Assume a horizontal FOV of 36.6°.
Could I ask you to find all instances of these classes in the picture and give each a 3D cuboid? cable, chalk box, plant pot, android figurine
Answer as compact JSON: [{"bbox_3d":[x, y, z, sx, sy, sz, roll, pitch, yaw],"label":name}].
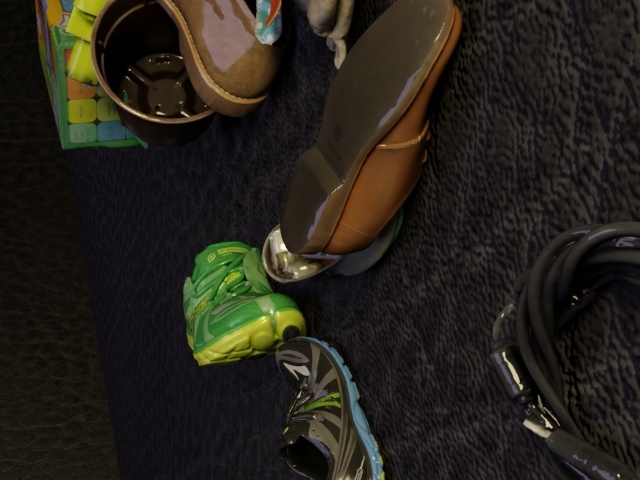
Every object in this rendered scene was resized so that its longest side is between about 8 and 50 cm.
[{"bbox_3d":[0.141,0.071,0.463,0.184,0.047,0.150,131,129,-64],"label":"cable"},{"bbox_3d":[-0.293,-0.247,1.364,0.289,0.179,0.180,-115,26,-42],"label":"chalk box"},{"bbox_3d":[-0.172,-0.189,1.103,0.165,0.167,0.167,132,129,-76],"label":"plant pot"},{"bbox_3d":[-0.219,-0.314,1.146,0.273,0.056,0.248,-65,-5,10],"label":"android figurine"}]

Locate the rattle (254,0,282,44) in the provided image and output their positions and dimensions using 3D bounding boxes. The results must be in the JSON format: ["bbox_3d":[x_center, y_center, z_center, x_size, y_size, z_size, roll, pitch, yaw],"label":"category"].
[{"bbox_3d":[-0.053,-0.280,0.841,0.199,0.143,0.130,42,148,25],"label":"rattle"}]

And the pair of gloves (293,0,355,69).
[{"bbox_3d":[0.001,-0.276,0.736,0.204,0.042,0.240,103,160,-56],"label":"pair of gloves"}]

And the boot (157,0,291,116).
[{"bbox_3d":[-0.116,-0.279,0.974,0.305,0.112,0.115,60,140,18],"label":"boot"}]

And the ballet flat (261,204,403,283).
[{"bbox_3d":[0.000,0.000,0.799,0.213,0.068,0.072,145,116,-68],"label":"ballet flat"}]

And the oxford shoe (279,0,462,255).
[{"bbox_3d":[0.046,-0.076,0.660,0.212,0.076,0.076,-61,36,34],"label":"oxford shoe"}]

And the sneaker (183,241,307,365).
[{"bbox_3d":[-0.100,0.065,1.037,0.295,0.109,0.123,179,81,-71],"label":"sneaker"}]

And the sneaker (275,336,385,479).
[{"bbox_3d":[-0.005,0.157,0.850,0.188,0.078,0.067,-115,26,-42],"label":"sneaker"}]
